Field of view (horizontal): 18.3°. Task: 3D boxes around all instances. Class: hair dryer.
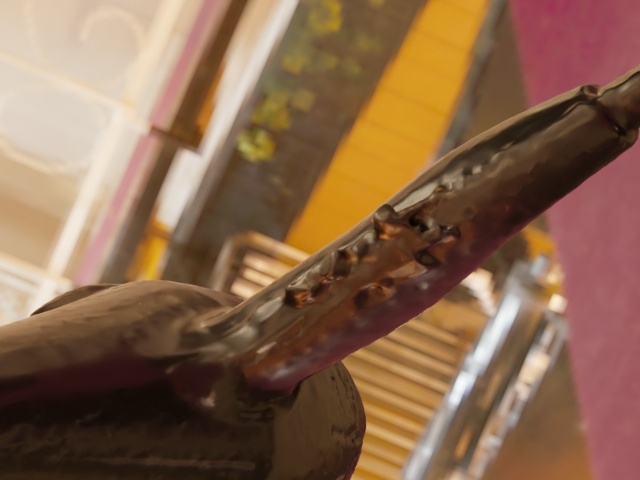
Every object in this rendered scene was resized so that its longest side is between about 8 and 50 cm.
[{"bbox_3d":[0.000,0.000,0.631,0.359,0.120,0.303,-36,-24,23],"label":"hair dryer"}]
